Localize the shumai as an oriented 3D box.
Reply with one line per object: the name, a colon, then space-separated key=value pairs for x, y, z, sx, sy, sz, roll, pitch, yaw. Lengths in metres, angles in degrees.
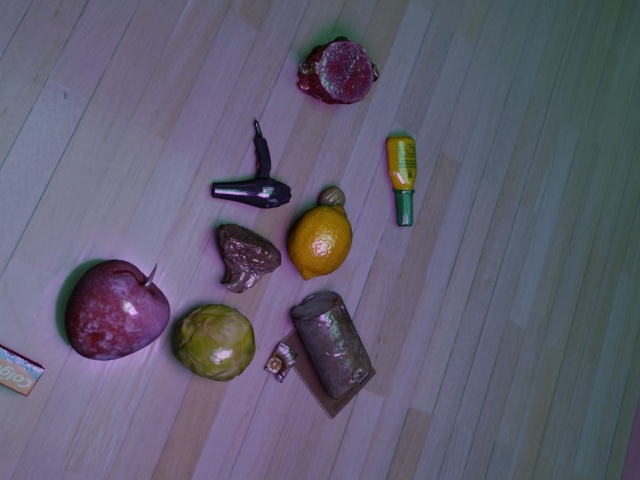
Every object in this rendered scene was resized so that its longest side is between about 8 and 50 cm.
shumai: x=-0.225 y=0.059 z=1.693 sx=0.206 sy=0.166 sz=0.175 roll=31 pitch=96 yaw=-24

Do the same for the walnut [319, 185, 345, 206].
walnut: x=0.037 y=-0.124 z=1.875 sx=0.092 sy=0.092 sz=0.092 roll=1 pitch=88 yaw=-30

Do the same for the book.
book: x=0.026 y=0.375 z=1.885 sx=0.217 sy=0.021 sz=0.310 roll=-41 pitch=108 yaw=-24

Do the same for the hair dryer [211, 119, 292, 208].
hair dryer: x=-0.205 y=-0.227 z=1.761 sx=0.236 sy=0.091 sz=0.271 roll=3 pitch=74 yaw=-20

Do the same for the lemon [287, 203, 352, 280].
lemon: x=0.000 y=0.000 z=1.788 sx=0.188 sy=0.188 sz=0.256 roll=32 pitch=74 yaw=-25

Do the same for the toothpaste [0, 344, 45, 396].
toothpaste: x=-0.805 y=0.254 z=1.384 sx=0.320 sy=0.066 sz=0.076 roll=36 pitch=71 yaw=-23

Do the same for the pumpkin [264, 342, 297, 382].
pumpkin: x=-0.117 y=0.363 z=1.787 sx=0.073 sy=0.035 sz=0.101 roll=35 pitch=84 yaw=-5

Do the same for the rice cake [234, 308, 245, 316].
rice cake: x=-0.273 y=0.278 z=1.709 sx=0.042 sy=0.030 sz=0.180 roll=36 pitch=71 yaw=-28

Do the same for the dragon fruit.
dragon fruit: x=0.037 y=-0.526 z=1.867 sx=0.283 sy=0.147 sz=0.210 roll=-3 pitch=99 yaw=-27

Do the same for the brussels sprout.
brussels sprout: x=-0.281 y=0.271 z=1.608 sx=0.224 sy=0.161 sz=0.223 roll=3 pitch=71 yaw=-7

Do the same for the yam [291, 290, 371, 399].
yam: x=0.040 y=0.315 z=1.794 sx=0.168 sy=0.168 sz=0.304 roll=-30 pitch=101 yaw=-27

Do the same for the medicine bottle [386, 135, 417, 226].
medicine bottle: x=0.279 y=-0.199 z=2.019 sx=0.111 sy=0.076 sz=0.308 roll=-3 pitch=89 yaw=-28

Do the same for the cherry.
cherry: x=-0.494 y=0.166 z=1.486 sx=0.236 sy=0.213 sz=0.285 roll=39 pitch=89 yaw=0
